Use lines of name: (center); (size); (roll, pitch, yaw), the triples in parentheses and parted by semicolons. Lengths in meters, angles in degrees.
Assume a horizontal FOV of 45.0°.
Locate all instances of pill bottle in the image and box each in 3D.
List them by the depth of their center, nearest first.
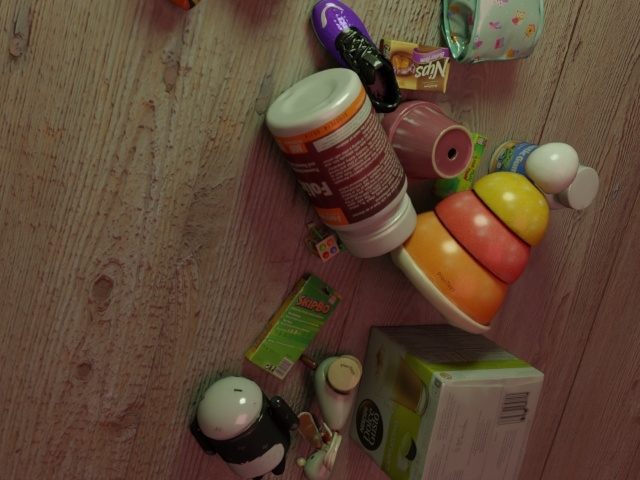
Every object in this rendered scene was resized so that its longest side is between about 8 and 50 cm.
pill bottle: (0.060, -0.164, 1.734); (0.224, 0.224, 0.392); (-39, 122, -14)
pill bottle: (0.587, -0.168, 2.029); (0.152, 0.272, 0.152); (-11, 112, -29)

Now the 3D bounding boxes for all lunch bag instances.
lunch bag: (0.413, -0.559, 1.856); (0.223, 0.160, 0.262); (-10, 106, -30)

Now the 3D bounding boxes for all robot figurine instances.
robot figurine: (-0.177, 0.447, 1.836); (0.209, 0.173, 0.278); (-41, 123, -18)

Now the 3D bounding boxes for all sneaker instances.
sneaker: (0.094, -0.404, 1.691); (0.102, 0.146, 0.293); (-38, 111, -2)

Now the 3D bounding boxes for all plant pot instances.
plant pot: (0.264, -0.230, 1.864); (0.201, 0.180, 0.201); (-11, 111, -29)

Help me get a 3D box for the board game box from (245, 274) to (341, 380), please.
board game box: (-0.063, 0.211, 1.904); (0.124, 0.039, 0.259); (40, 87, -36)

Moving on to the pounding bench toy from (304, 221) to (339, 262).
pounding bench toy: (0.000, 0.000, 1.850); (0.052, 0.065, 0.083); (-34, 121, -17)

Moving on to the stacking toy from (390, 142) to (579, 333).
stacking toy: (0.431, -0.040, 1.851); (0.480, 0.350, 0.350); (-44, 127, 16)

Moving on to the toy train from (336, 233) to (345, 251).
toy train: (0.052, -0.010, 1.910); (0.023, 0.017, 0.083); (-14, 114, -38)

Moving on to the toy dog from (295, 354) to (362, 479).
toy dog: (-0.006, 0.419, 1.932); (0.220, 0.161, 0.334); (94, 14, -61)

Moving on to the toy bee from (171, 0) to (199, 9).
toy bee: (-0.206, -0.578, 1.435); (0.195, 0.298, 0.162); (47, 56, -6)

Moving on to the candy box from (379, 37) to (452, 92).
candy box: (0.223, -0.417, 1.851); (0.186, 0.053, 0.109); (0, 107, -30)

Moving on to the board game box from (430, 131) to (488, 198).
board game box: (0.356, -0.191, 1.988); (0.043, 0.092, 0.181); (14, 99, -33)

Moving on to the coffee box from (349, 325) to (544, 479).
coffee box: (0.321, 0.439, 2.039); (0.338, 0.334, 0.338); (2, 106, -30)
